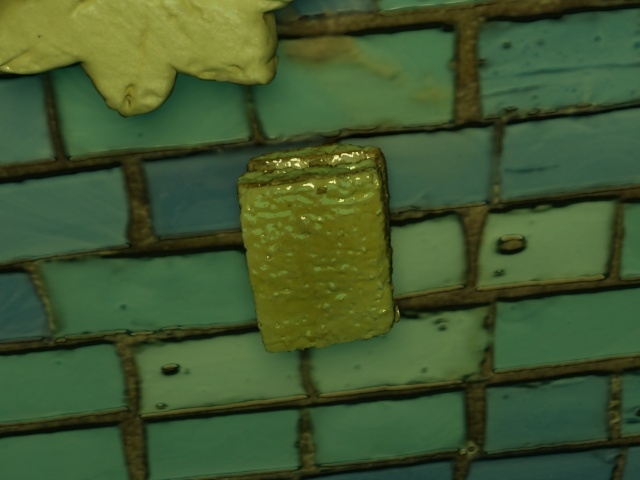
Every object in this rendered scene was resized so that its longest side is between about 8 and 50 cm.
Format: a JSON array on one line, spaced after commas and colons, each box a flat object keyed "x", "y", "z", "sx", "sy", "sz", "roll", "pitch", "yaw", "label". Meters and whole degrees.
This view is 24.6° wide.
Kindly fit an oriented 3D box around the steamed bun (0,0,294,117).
[{"x": -0.139, "y": -0.230, "z": 1.088, "sx": 0.292, "sy": 0.137, "sz": 0.295, "roll": -39, "pitch": 130, "yaw": 24, "label": "steamed bun"}]

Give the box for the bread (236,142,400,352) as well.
[{"x": 0.000, "y": 0.000, "z": 1.327, "sx": 0.138, "sy": 0.102, "sz": 0.196, "roll": -10, "pitch": 129, "yaw": -1, "label": "bread"}]
